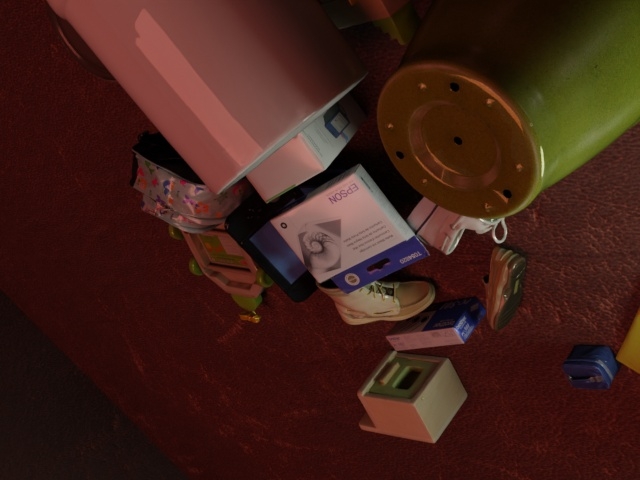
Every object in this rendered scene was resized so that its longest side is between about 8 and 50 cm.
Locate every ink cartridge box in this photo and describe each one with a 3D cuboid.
[{"bbox_3d":[0.237,0.174,1.961,0.207,0.097,0.046,-15,116,51],"label":"ink cartridge box"},{"bbox_3d":[-0.028,-0.180,1.717,0.154,0.212,0.093,-28,104,37],"label":"ink cartridge box"},{"bbox_3d":[0.053,-0.005,1.767,0.223,0.045,0.224,-29,109,35],"label":"ink cartridge box"}]

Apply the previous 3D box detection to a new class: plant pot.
[{"bbox_3d":[0.263,-0.219,1.275,0.366,0.353,0.366,27,144,22],"label":"plant pot"}]

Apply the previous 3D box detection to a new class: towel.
[{"bbox_3d":[0.595,0.164,1.656,0.102,0.021,0.237,34,146,24],"label":"towel"}]

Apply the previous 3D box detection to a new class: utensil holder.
[{"bbox_3d":[-0.160,-0.310,1.423,0.385,0.327,0.328,50,146,-5],"label":"utensil holder"}]

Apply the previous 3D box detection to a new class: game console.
[{"bbox_3d":[0.000,0.000,1.896,0.293,0.250,0.173,49,176,-39],"label":"game console"}]

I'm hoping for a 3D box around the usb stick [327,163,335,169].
[{"bbox_3d":[-0.036,-0.197,1.881,0.077,0.045,0.278,-1,126,47],"label":"usb stick"}]

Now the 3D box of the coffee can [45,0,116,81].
[{"bbox_3d":[-0.322,-0.441,1.701,0.202,0.275,0.201,27,143,23],"label":"coffee can"}]

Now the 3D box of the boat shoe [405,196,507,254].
[{"bbox_3d":[0.270,-0.066,1.632,0.156,0.136,0.367,40,149,5],"label":"boat shoe"}]

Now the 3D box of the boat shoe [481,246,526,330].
[{"bbox_3d":[0.341,0.088,1.801,0.072,0.068,0.190,36,138,32],"label":"boat shoe"}]

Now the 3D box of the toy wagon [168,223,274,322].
[{"bbox_3d":[-0.224,0.054,2.331,0.267,0.068,0.344,8,133,42],"label":"toy wagon"}]

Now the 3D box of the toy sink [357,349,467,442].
[{"bbox_3d":[0.185,0.348,2.157,0.234,0.153,0.131,0,127,47],"label":"toy sink"}]

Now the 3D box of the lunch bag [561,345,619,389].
[{"bbox_3d":[0.506,0.243,1.788,0.098,0.065,0.067,-9,121,49],"label":"lunch bag"}]

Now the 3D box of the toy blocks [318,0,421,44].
[{"bbox_3d":[-0.007,-0.475,1.460,0.261,0.191,0.381,6,133,57],"label":"toy blocks"}]

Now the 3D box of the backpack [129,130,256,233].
[{"bbox_3d":[-0.255,-0.129,2.008,0.254,0.225,0.191,20,123,25],"label":"backpack"}]

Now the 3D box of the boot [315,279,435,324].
[{"bbox_3d":[0.114,0.098,1.932,0.213,0.077,0.165,-13,143,20],"label":"boot"}]
